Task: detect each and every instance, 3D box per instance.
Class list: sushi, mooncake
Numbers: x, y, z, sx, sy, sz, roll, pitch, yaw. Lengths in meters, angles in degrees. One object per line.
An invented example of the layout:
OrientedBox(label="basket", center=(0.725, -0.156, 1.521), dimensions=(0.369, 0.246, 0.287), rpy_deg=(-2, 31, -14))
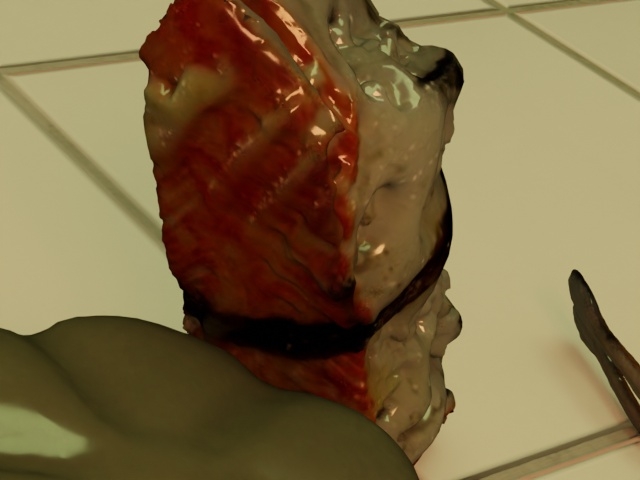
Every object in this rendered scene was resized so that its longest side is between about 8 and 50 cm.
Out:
OrientedBox(label="sushi", center=(0.000, 0.000, 0.743), dimensions=(0.124, 0.332, 0.130), rpy_deg=(20, 50, 21))
OrientedBox(label="mooncake", center=(-0.077, 0.137, 0.640), dimensions=(0.275, 0.135, 0.275), rpy_deg=(13, 30, -8))

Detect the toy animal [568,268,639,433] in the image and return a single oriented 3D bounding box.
OrientedBox(label="toy animal", center=(0.282, 0.113, 0.824), dimensions=(0.284, 0.225, 0.302), rpy_deg=(-5, 41, 7))
